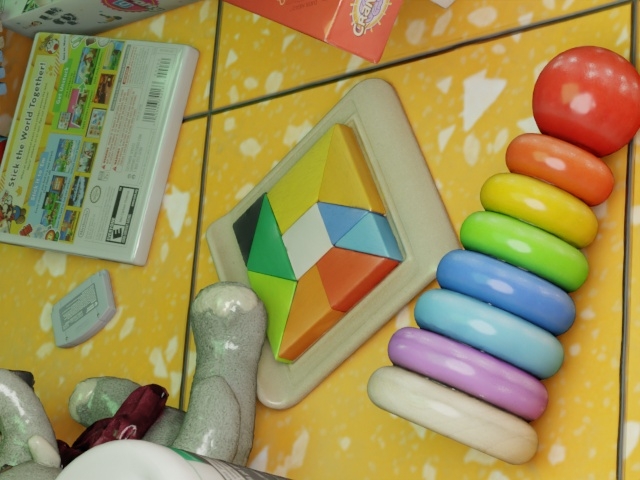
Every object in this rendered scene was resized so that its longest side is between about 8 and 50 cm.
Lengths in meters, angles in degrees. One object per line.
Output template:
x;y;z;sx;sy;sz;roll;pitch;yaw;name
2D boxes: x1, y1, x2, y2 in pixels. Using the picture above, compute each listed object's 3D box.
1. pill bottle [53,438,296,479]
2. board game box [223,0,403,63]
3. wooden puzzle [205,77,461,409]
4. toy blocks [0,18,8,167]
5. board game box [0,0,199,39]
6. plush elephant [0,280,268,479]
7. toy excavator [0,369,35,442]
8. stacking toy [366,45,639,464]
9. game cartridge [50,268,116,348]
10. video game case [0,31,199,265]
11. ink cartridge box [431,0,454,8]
-0.031;0.277;1.463;0.204;0.361;0.204;-18;63;40;pill bottle
-0.026;-0.305;1.660;0.316;0.064;0.242;27;97;47;board game box
0.000;0.000;1.768;0.239;0.044;0.221;-41;50;27;wooden puzzle
-0.439;-0.208;2.125;0.261;0.191;0.381;14;114;45;toy blocks
-0.198;-0.344;2.059;0.303;0.097;0.224;-12;68;41;board game box
-0.207;0.211;1.725;0.272;0.255;0.330;-28;60;45;plush elephant
-0.499;0.230;2.015;0.445;0.433;0.222;156;117;-81;toy excavator
0.160;0.000;1.554;0.141;0.141;0.330;19;85;47;stacking toy
-0.237;0.072;1.996;0.083;0.017;0.056;-35;49;31;game cartridge
-0.235;-0.096;2.023;0.206;0.026;0.227;8;81;34;video game case
0.131;-0.450;1.717;0.395;0.166;0.285;-47;48;23;ink cartridge box
